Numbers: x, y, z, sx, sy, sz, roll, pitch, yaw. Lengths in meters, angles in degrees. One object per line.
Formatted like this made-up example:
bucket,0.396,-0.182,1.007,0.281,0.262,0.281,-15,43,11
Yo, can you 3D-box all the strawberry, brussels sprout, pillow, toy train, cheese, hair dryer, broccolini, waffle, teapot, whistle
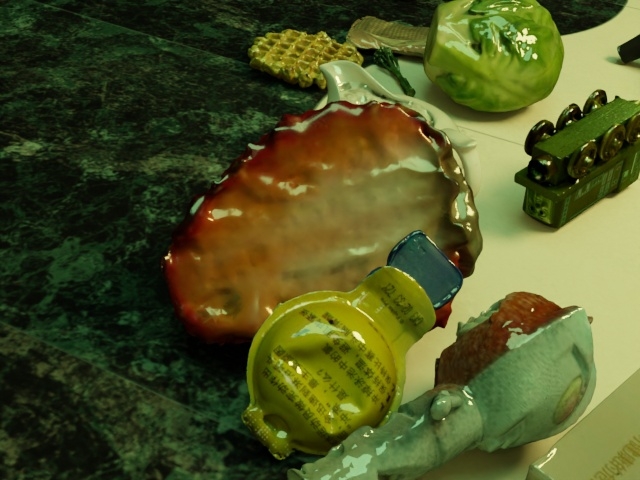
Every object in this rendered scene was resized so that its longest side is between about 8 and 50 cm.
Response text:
strawberry,0.000,0.000,0.906,0.336,0.265,0.149,-20,-2,-8
brussels sprout,0.270,-0.287,1.322,0.223,0.161,0.223,0,60,0
pillow,0.153,-0.352,1.489,0.211,0.034,0.135,11,39,10
toy train,0.340,-0.104,1.102,0.225,0.137,0.090,-29,47,-30
cheese,0.034,0.098,0.794,0.250,0.064,0.156,-43,95,-13
hair dryer,0.653,-0.352,1.500,0.219,0.195,0.075,5,68,-48
broccolini,0.119,-0.274,1.392,0.035,0.030,0.140,-13,44,-9
waffle,-0.024,-0.300,1.396,0.191,0.038,0.191,3,38,-2
teapot,0.094,-0.124,1.096,0.204,0.139,0.298,-24,45,-36
whistle,0.125,0.142,0.750,0.346,0.142,0.133,-24,87,-28

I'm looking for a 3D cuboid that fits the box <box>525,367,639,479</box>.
box,0.372,0.258,0.693,0.205,0.051,0.365,-27,47,-34
